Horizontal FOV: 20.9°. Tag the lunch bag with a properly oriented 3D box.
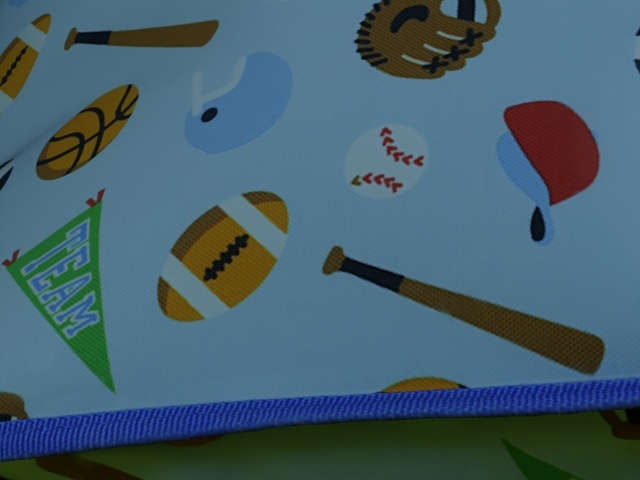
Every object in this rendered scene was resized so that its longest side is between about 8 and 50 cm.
[{"bbox_3d":[0.000,0.000,0.712,0.385,0.239,0.328,-5,49,17],"label":"lunch bag"}]
